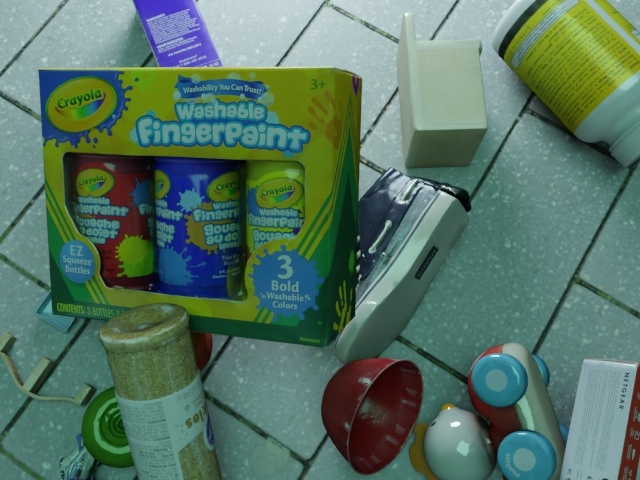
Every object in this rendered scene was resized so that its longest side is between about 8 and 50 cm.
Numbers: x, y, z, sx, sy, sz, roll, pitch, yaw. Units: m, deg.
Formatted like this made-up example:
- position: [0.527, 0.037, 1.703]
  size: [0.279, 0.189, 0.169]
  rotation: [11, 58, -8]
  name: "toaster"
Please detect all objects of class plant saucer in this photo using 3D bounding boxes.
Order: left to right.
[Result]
- position: [-0.409, 0.061, 1.131]
  size: [0.067, 0.018, 0.192]
  rotation: [28, 76, 9]
  name: "plant saucer"

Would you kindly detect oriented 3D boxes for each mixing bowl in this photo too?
- position: [0.067, 0.253, 1.005]
  size: [0.098, 0.181, 0.181]
  rotation: [18, 70, 41]
  name: "mixing bowl"

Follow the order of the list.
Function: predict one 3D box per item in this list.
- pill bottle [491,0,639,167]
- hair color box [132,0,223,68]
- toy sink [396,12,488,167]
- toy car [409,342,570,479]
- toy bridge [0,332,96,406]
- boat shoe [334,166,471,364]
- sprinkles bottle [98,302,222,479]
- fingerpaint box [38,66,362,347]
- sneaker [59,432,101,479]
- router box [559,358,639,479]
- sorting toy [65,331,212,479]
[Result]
- position: [0.476, -0.296, 1.148]
  size: [0.188, 0.188, 0.334]
  rotation: [-35, 75, -10]
  name: "pill bottle"
- position: [-0.256, -0.363, 1.176]
  size: [0.110, 0.185, 0.339]
  rotation: [-23, 74, -7]
  name: "hair color box"
- position: [0.213, -0.266, 1.160]
  size: [0.131, 0.153, 0.234]
  rotation: [-2, 71, 0]
  name: "toy sink"
- position: [0.231, 0.283, 0.990]
  size: [0.238, 0.219, 0.210]
  rotation: [-23, 71, 23]
  name: "toy car"
- position: [-0.464, 0.222, 1.076]
  size: [0.188, 0.026, 0.063]
  rotation: [28, 76, 9]
  name: "toy bridge"
- position: [0.099, 0.036, 1.097]
  size: [0.158, 0.127, 0.340]
  rotation: [32, 83, 37]
  name: "boat shoe"
- position: [-0.210, 0.270, 0.918]
  size: [0.121, 0.121, 0.355]
  rotation: [-9, 108, -3]
  name: "sprinkles bottle"
- position: [-0.175, -0.062, 0.964]
  size: [0.444, 0.163, 0.371]
  rotation: [5, 101, 16]
  name: "fingerpaint box"
- position: [-0.382, 0.366, 1.022]
  size: [0.058, 0.052, 0.135]
  rotation: [14, 64, 12]
  name: "sneaker"
- position: [0.451, 0.370, 0.908]
  size: [0.301, 0.082, 0.335]
  rotation: [28, 71, -31]
  name: "router box"
- position: [-0.286, 0.249, 0.986]
  size: [0.127, 0.126, 0.365]
  rotation: [29, 65, 2]
  name: "sorting toy"
